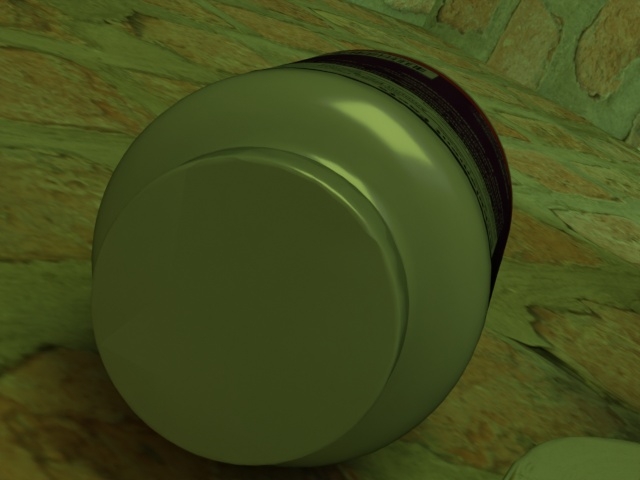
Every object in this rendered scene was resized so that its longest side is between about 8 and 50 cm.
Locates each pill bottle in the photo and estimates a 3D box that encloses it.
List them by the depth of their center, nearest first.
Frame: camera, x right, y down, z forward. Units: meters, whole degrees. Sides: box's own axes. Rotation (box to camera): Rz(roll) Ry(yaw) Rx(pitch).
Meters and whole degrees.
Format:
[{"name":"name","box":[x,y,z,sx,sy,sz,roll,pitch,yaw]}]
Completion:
[{"name":"pill bottle","box":[0.000,0.000,0.652,0.181,0.181,0.323,29,15,5]}]

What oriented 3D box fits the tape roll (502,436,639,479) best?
[{"name":"tape roll","box":[0.231,0.219,0.529,0.392,0.072,0.392,25,15,-7]}]
